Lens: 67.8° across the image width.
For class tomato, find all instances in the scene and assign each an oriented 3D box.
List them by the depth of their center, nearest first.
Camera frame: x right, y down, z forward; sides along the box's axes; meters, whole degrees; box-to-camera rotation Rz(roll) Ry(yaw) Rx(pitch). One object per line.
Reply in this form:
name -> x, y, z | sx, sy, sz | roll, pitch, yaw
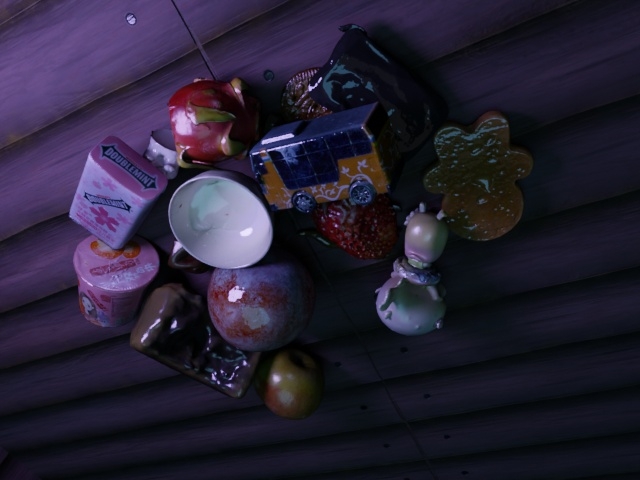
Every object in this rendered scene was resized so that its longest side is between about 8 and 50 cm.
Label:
tomato -> -0.169, 0.165, 1.382 | 0.316, 0.317, 0.282 | 8, 132, 4

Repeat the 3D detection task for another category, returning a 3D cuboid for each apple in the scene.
apple -> -0.100, 0.487, 1.630 | 0.261, 0.261, 0.194 | 29, 106, -10

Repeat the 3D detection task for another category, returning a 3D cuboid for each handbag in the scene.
handbag -> 0.133, -0.339, 1.126 | 0.332, 0.075, 0.191 | 34, 113, -18

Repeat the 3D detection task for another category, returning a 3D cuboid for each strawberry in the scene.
strawberry -> 0.113, -0.045, 1.303 | 0.233, 0.138, 0.306 | -38, 109, 27

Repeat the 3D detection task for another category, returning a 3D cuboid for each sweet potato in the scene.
sweet potato -> 0.001, -0.006, 1.405 | 0.153, 0.038, 0.041 | 17, 113, 0

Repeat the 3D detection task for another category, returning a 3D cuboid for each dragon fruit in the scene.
dragon fruit -> -0.254, -0.284, 1.157 | 0.227, 0.224, 0.224 | -2, 124, -6

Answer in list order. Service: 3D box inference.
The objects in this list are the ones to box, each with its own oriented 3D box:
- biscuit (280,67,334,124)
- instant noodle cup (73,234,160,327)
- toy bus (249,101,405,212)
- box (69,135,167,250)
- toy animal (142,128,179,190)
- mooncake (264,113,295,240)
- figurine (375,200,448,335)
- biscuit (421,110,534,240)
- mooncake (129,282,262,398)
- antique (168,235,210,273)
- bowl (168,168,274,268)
biscuit -> -0.010, -0.335, 1.193 | 0.188, 0.027, 0.188 | 4, 124, 6
instant noodle cup -> -0.645, 0.129, 1.494 | 0.243, 0.243, 0.231 | 24, 131, -7
toy bus -> 0.011, -0.187, 1.113 | 0.323, 0.162, 0.194 | -6, 124, 27
box -> -0.568, -0.112, 1.309 | 0.190, 0.112, 0.369 | 40, 140, -12
toy animal -> -0.452, -0.190, 1.305 | 0.104, 0.131, 0.221 | 19, 129, -29
mooncake -> -0.117, -0.167, 1.298 | 0.057, 0.150, 0.347 | 19, 146, 32
figurine -> 0.256, 0.090, 1.310 | 0.226, 0.274, 0.394 | 27, 120, 30
biscuit -> 0.408, -0.155, 1.231 | 0.275, 0.052, 0.355 | -12, 122, 21
mooncake -> -0.387, 0.310, 1.504 | 0.393, 0.246, 0.394 | 12, 152, 18
antique -> -0.363, -0.002, 1.422 | 0.143, 0.121, 0.257 | 18, 118, -14
bowl -> -0.242, -0.072, 1.256 | 0.277, 0.145, 0.277 | 4, 121, 7
